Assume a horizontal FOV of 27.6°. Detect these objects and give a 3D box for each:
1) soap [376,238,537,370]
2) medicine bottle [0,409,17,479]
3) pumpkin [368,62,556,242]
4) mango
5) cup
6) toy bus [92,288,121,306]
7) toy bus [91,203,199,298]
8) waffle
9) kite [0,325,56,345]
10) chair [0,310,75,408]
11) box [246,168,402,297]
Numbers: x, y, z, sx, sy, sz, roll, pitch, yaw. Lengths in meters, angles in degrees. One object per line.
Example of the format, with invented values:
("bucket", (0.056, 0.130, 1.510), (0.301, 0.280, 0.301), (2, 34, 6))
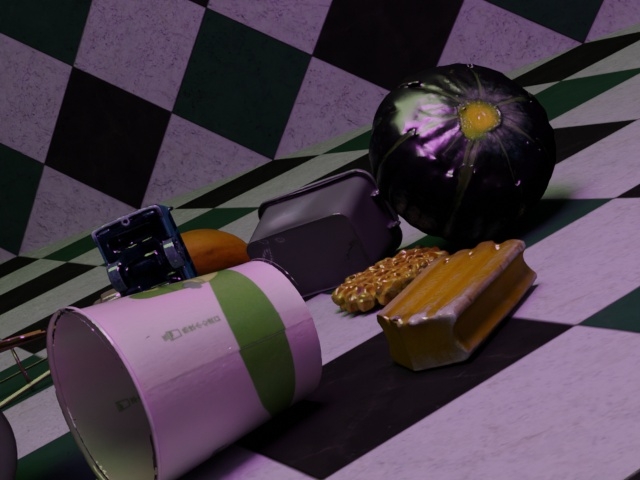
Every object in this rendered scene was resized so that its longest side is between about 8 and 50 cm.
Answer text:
("soap", (0.164, 0.080, 1.633), (0.140, 0.073, 0.232), (-17, 13, 36))
("medicine bottle", (-0.571, 0.290, 1.810), (0.211, 0.211, 0.371), (-29, 13, -27))
("pumpkin", (0.214, -0.126, 2.050), (0.296, 0.295, 0.296), (-23, 11, 5))
("mango", (-0.225, 0.055, 2.259), (0.317, 0.119, 0.176), (-2, -34, -48))
("cup", (-0.156, 0.155, 1.568), (0.274, 0.253, 0.253), (-21, 8, -31))
("toy bus", (-0.353, 0.144, 2.314), (0.091, 0.103, 0.182), (-24, 11, -7))
("toy bus", (-0.253, 0.071, 2.065), (0.128, 0.256, 0.147), (-23, 8, 1))
("waffle", (0.101, 0.058, 1.959), (0.191, 0.038, 0.191), (-22, 11, 5))
("kite", (-0.436, 0.143, 1.672), (0.378, 0.013, 0.327), (-19, -3, 13))
("chair", (-0.504, 0.211, 2.360), (0.222, 0.104, 0.095), (-28, -5, -9))
("box", (0.000, 0.000, 2.162), (0.243, 0.163, 0.135), (-17, 22, 25))
